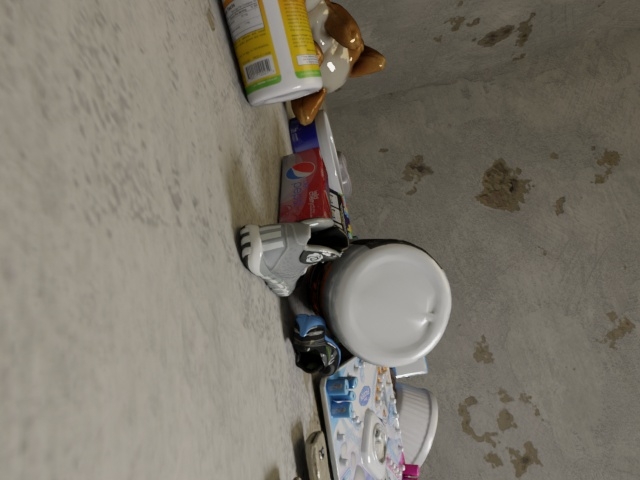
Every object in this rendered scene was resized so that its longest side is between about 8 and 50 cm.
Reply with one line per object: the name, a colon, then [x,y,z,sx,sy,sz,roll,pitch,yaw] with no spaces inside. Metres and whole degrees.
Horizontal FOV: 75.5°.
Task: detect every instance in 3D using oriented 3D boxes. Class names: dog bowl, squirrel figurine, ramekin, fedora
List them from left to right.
squirrel figurine: [-0.058,-0.582,1.049,0.370,0.280,0.397,48,15,-54]
dog bowl: [-0.007,-0.246,1.233,0.265,0.104,0.265,-12,90,-83]
fedora: [0.046,-0.245,1.552,0.244,0.124,0.276,-94,169,-48]
ramekin: [0.242,0.575,1.289,0.273,0.127,0.273,-64,-178,4]

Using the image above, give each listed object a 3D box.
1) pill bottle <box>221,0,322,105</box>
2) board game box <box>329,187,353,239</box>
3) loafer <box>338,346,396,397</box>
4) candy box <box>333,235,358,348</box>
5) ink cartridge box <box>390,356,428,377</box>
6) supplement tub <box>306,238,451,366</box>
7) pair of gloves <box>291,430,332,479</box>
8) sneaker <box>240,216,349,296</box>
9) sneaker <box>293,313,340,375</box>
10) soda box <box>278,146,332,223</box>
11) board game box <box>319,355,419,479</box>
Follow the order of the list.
pill bottle: [-0.088,-0.368,0.701,0.136,0.136,0.246,-74,151,-74]
board game box: [0.008,-0.056,1.000,0.141,0.048,0.171,22,47,-36]
loafer: [0.122,0.404,1.141,0.366,0.133,0.130,53,32,-50]
candy box: [0.098,0.190,1.255,0.268,0.122,0.318,67,12,-59]
ink cartridge box: [0.224,0.363,1.445,0.307,0.128,0.223,130,-48,-65]
supplement tub: [0.087,0.099,0.803,0.338,0.206,0.207,178,-100,-80]
pair of gloves: [-0.005,0.372,0.502,0.240,0.042,0.204,26,49,-83]
sneaker: [-0.018,0.025,0.604,0.229,0.132,0.086,50,28,-73]
sneaker: [-0.013,0.192,0.702,0.188,0.066,0.078,71,31,-52]
soda box: [-0.029,-0.087,0.854,0.263,0.092,0.084,-94,168,-50]
board game box: [0.130,0.444,0.901,0.390,0.050,0.391,3,76,-65]
